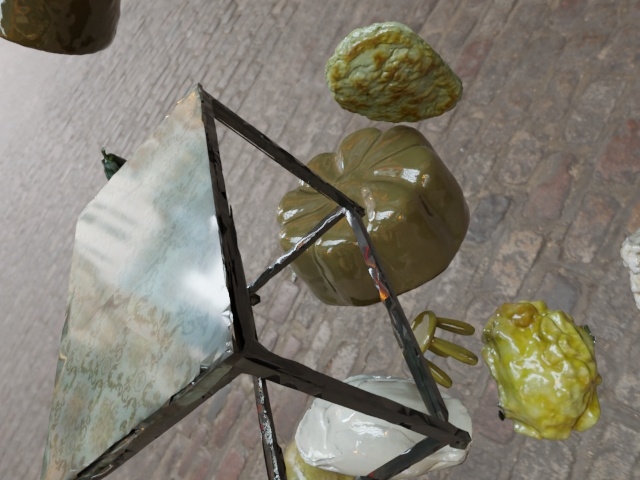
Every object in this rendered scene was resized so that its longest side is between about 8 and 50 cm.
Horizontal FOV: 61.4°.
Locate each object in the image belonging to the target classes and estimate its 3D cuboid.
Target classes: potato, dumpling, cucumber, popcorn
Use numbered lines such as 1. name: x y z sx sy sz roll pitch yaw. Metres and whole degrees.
1. potato: 0.020 0.532 1.245 0.229 0.266 0.229 1 92 46
2. dumpling: 0.138 0.373 1.139 0.341 0.181 0.260 -32 18 30
3. cucumber: -0.369 -0.107 1.042 0.056 0.250 0.056 0 69 1
4. popcorn: 0.451 0.268 1.123 0.215 0.252 0.286 -6 63 -8

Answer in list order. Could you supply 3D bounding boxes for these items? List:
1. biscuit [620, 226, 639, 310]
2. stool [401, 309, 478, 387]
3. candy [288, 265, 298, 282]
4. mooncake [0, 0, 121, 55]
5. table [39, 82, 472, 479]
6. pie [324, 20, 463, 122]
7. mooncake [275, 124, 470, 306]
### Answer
1. biscuit: 0.577 -0.028 0.781 0.426 0.144 0.078 -31 11 -29
2. stool: 0.233 0.208 1.057 0.134 0.110 0.135 -65 10 -10
3. candy: 0.000 0.000 1.420 0.137 0.195 0.184 -12 90 39
4. mooncake: -0.575 -0.520 1.148 0.284 0.284 0.155 62 139 47
5. table: -0.071 0.072 0.539 0.222 0.272 0.335 -40 41 20
6. pie: 0.121 -0.283 0.929 0.201 0.248 0.090 -17 62 36
7. mooncake: 0.090 -0.057 1.063 0.378 0.200 0.378 -26 32 17
